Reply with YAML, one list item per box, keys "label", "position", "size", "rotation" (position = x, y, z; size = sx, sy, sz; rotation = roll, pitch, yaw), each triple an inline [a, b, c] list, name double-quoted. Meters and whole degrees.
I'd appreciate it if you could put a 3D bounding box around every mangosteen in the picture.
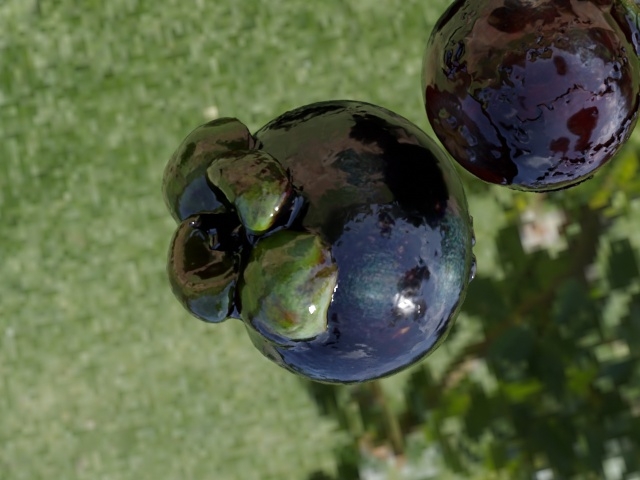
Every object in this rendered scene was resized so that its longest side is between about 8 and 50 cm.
- label: "mangosteen"
  position: [0.000, 0.000, 1.466]
  size: [0.243, 0.243, 0.243]
  rotation: [-11, 156, -5]
- label: "mangosteen"
  position: [0.156, -0.123, 1.380]
  size: [0.180, 0.166, 0.166]
  rotation: [-49, 164, -18]
